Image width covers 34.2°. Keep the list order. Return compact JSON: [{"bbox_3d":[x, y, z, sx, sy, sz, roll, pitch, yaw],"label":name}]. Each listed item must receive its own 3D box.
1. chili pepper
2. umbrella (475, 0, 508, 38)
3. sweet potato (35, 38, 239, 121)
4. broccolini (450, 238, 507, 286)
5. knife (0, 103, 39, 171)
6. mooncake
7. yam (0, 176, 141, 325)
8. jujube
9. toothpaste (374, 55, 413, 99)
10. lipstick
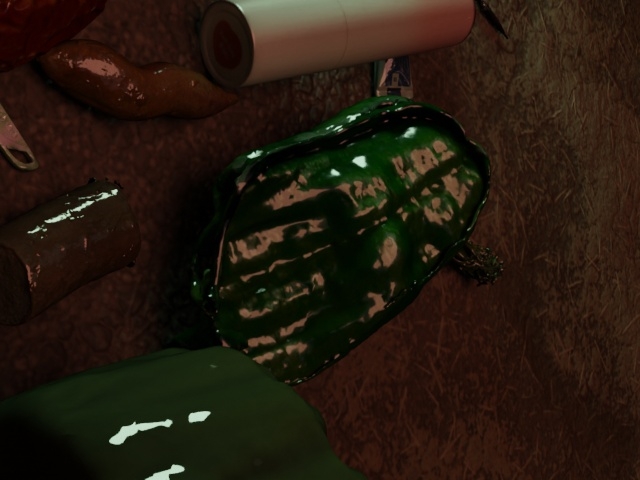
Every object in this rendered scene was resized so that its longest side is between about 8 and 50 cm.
[{"bbox_3d":[-0.008,-0.002,1.013,0.385,0.167,0.213,-38,98,-30],"label":"chili pepper"},{"bbox_3d":[0.221,-0.310,1.396,0.122,0.013,0.022,46,33,-32],"label":"umbrella"},{"bbox_3d":[-0.157,-0.136,0.939,0.218,0.051,0.065,9,77,-46],"label":"sweet potato"},{"bbox_3d":[0.135,-0.007,1.252,0.239,0.051,0.054,29,77,-35],"label":"broccolini"},{"bbox_3d":[-0.289,-0.137,0.827,0.207,0.014,0.030,59,43,-26],"label":"knife"},{"bbox_3d":[-0.102,0.256,0.737,0.194,0.356,0.356,-14,96,-39],"label":"mooncake"},{"bbox_3d":[-0.212,0.008,0.845,0.127,0.084,0.084,-35,111,-47],"label":"yam"},{"bbox_3d":[-0.238,-0.204,0.825,0.176,0.109,0.112,-48,152,-51],"label":"jujube"},{"bbox_3d":[0.080,-0.262,1.223,0.057,0.035,0.197,-4,91,-34],"label":"toothpaste"},{"bbox_3d":[0.028,-0.227,1.096,0.327,0.087,0.087,-18,99,-40],"label":"lipstick"}]
